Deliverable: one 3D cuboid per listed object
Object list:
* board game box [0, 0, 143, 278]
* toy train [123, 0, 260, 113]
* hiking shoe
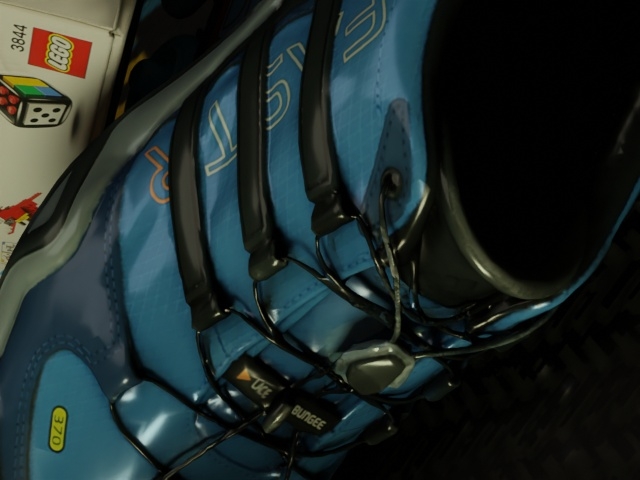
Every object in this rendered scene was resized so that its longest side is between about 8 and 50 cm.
[{"bbox_3d":[-0.105,-0.063,0.622,0.305,0.053,0.193,115,167,-54],"label":"board game box"},{"bbox_3d":[-0.003,-0.089,0.549,0.105,0.080,0.184,-9,57,53],"label":"toy train"},{"bbox_3d":[0.000,0.000,0.409,0.304,0.113,0.132,-59,25,8],"label":"hiking shoe"}]
